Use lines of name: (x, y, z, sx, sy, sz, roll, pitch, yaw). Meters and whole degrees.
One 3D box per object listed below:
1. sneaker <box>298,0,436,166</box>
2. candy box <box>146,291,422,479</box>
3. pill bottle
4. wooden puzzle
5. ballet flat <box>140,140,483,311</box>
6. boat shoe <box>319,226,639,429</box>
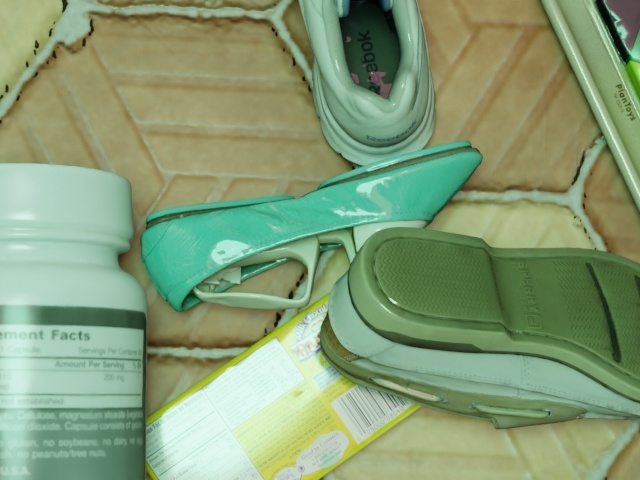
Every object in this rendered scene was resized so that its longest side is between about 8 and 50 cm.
sneaker: (0.020, -0.204, 0.936, 0.111, 0.129, 0.297, -19, 84, -4)
candy box: (-0.025, 0.122, 0.945, 0.206, 0.027, 0.105, -34, 83, -7)
pill bottle: (-0.193, 0.101, 0.871, 0.161, 0.161, 0.283, 0, 83, -3)
wooden puzzle: (0.307, -0.141, 0.988, 0.238, 0.044, 0.221, -24, 85, -6)
ballet flat: (0.000, 0.000, 0.934, 0.247, 0.083, 0.087, -14, 80, 1)
boat shoe: (0.145, 0.070, 0.921, 0.302, 0.103, 0.113, 16, 50, -17)
